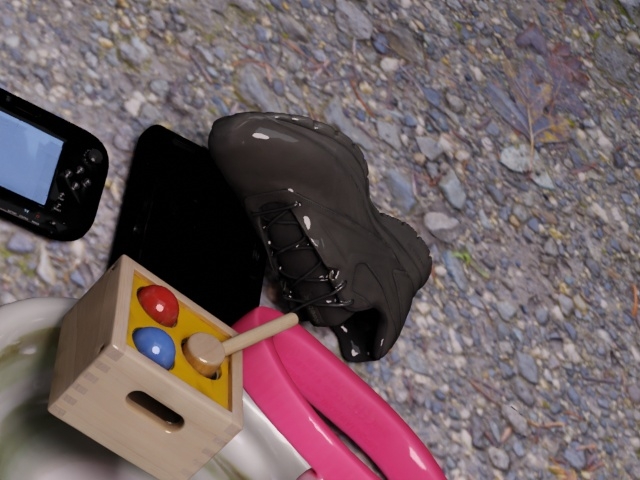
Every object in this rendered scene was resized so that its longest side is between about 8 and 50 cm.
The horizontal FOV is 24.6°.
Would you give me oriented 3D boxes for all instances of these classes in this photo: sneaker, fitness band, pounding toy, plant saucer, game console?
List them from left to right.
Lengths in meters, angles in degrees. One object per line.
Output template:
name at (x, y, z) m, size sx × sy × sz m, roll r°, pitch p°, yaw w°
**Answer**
game console at (-0.201, -0.030, 1.198) m, size 0.361 × 0.044 × 0.213 m, roll 26°, pitch 49°, yaw -25°
plant saucer at (-0.116, 0.219, 1.014) m, size 0.400 × 0.100 × 0.400 m, roll 39°, pitch 22°, yaw -18°
pounding toy at (-0.097, 0.083, 1.018) m, size 0.141 × 0.100 × 0.130 m, roll 36°, pitch 23°, yaw -23°
sneaker at (0.000, 0.000, 1.265) m, size 0.286 × 0.109 × 0.130 m, roll 45°, pitch 49°, yaw -36°
fitness band at (0.026, 0.170, 1.173) m, size 0.291 × 0.054 × 0.209 m, roll 45°, pitch 10°, yaw -31°
